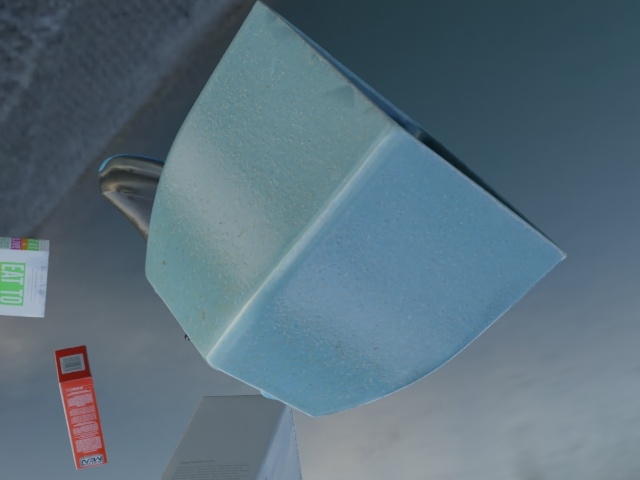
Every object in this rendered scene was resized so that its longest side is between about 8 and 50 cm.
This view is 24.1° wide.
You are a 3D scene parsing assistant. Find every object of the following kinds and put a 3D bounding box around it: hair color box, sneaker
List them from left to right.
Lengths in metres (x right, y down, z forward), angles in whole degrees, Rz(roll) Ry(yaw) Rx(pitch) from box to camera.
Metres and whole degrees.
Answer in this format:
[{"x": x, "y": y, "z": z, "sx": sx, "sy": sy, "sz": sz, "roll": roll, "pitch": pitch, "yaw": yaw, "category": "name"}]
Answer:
[{"x": -0.302, "y": 0.210, "z": 1.888, "sx": 0.043, "sy": 0.072, "sz": 0.141, "roll": -10, "pitch": 124, "yaw": -10, "category": "hair color box"}, {"x": -0.118, "y": 0.038, "z": 1.653, "sx": 0.341, "sy": 0.139, "sz": 0.125, "roll": 39, "pitch": 162, "yaw": -11, "category": "sneaker"}]

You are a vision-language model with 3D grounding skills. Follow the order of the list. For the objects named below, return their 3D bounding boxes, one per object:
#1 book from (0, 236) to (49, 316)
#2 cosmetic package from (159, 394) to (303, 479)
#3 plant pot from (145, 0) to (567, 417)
[{"x": -0.353, "y": 0.032, "z": 1.536, "sx": 0.144, "sy": 0.035, "sz": 0.096, "roll": 3, "pitch": 136, "yaw": -11, "category": "book"}, {"x": -0.143, "y": 0.435, "z": 2.342, "sx": 0.162, "sy": 0.230, "sz": 0.453, "roll": -4, "pitch": -161, "yaw": 10, "category": "cosmetic package"}, {"x": 0.000, "y": 0.000, "z": 1.264, "sx": 0.248, "sy": 0.247, "sz": 0.252, "roll": 32, "pitch": 100, "yaw": -42, "category": "plant pot"}]
